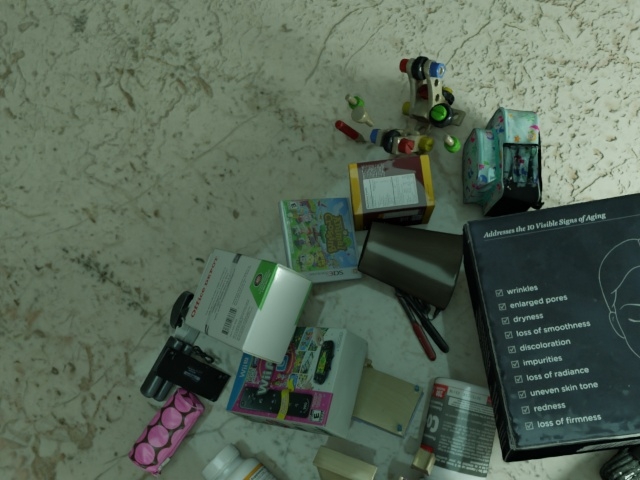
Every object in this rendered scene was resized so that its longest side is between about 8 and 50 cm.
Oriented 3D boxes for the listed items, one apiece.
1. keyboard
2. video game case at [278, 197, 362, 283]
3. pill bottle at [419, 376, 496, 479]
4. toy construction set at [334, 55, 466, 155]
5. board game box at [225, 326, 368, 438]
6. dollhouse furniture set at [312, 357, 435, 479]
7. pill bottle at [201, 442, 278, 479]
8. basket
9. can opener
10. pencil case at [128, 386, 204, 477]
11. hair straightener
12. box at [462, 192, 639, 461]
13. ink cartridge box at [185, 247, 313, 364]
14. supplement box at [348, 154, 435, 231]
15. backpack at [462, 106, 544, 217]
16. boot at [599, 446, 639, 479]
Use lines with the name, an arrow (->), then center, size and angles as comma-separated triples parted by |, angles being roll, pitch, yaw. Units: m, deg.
keyboard -> -0.313, 0.319, 1.733 | 0.180, 0.023, 0.108 | 30, 87, -20
video game case -> 0.000, 0.000, 1.732 | 0.193, 0.023, 0.212 | -4, 79, -26
pill bottle -> 0.317, 0.474, 1.621 | 0.161, 0.161, 0.283 | 13, 79, 7
toy construction set -> 0.226, -0.303, 1.785 | 0.309, 0.237, 0.257 | -7, 74, 29
board game box -> -0.057, 0.319, 1.619 | 0.303, 0.097, 0.224 | -4, 61, 41
dollhouse furniture set -> 0.159, 0.464, 1.642 | 0.286, 0.198, 0.303 | 16, 58, 20
pill bottle -> -0.162, 0.602, 1.642 | 0.246, 0.136, 0.136 | 43, 84, 11
basket -> 0.216, 0.044, 1.705 | 0.227, 0.154, 0.204 | 18, 60, 0
can opener -> -0.369, 0.269, 1.771 | 0.093, 0.074, 0.280 | 15, 76, 42
pencil case -> -0.371, 0.469, 1.710 | 0.098, 0.095, 0.209 | 28, 82, 45
hair straightener -> 0.258, 0.184, 1.754 | 0.089, 0.047, 0.230 | -24, 71, -18
box -> 0.576, 0.182, 1.449 | 0.480, 0.297, 0.471 | -9, 67, 7
ink cartridge box -> -0.178, 0.148, 1.662 | 0.289, 0.122, 0.211 | 12, 78, 52
supplement box -> 0.173, -0.113, 1.739 | 0.194, 0.191, 0.129 | -6, 78, 2
backpack -> 0.451, -0.197, 1.722 | 0.191, 0.225, 0.253 | 10, 75, 1
boot -> 0.843, 0.552, 1.578 | 0.348, 0.131, 0.260 | 36, 76, 21
